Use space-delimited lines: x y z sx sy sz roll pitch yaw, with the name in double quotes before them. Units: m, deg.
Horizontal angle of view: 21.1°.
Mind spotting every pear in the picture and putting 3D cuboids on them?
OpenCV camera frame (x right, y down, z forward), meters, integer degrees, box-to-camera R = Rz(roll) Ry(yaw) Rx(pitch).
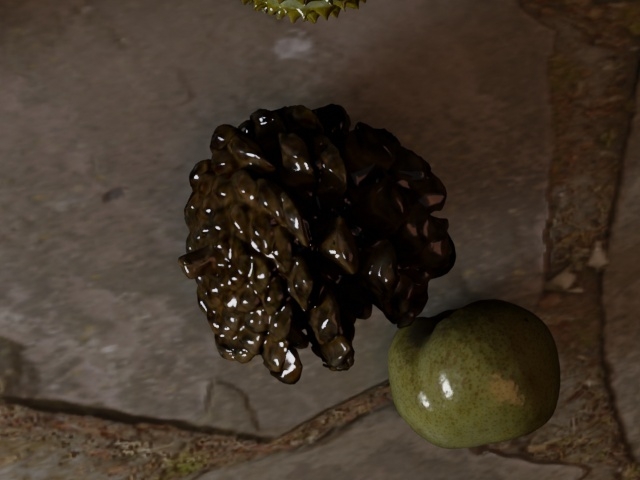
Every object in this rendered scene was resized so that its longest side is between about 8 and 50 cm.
"pear" 0.151 0.127 1.655 0.167 0.167 0.136 -18 89 -17

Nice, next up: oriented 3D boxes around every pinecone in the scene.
"pinecone" -0.007 -0.010 1.509 0.257 0.244 0.243 -44 125 -39

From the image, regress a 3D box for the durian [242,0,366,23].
"durian" 0.019 -0.289 1.462 0.193 0.138 0.237 27 96 -29
